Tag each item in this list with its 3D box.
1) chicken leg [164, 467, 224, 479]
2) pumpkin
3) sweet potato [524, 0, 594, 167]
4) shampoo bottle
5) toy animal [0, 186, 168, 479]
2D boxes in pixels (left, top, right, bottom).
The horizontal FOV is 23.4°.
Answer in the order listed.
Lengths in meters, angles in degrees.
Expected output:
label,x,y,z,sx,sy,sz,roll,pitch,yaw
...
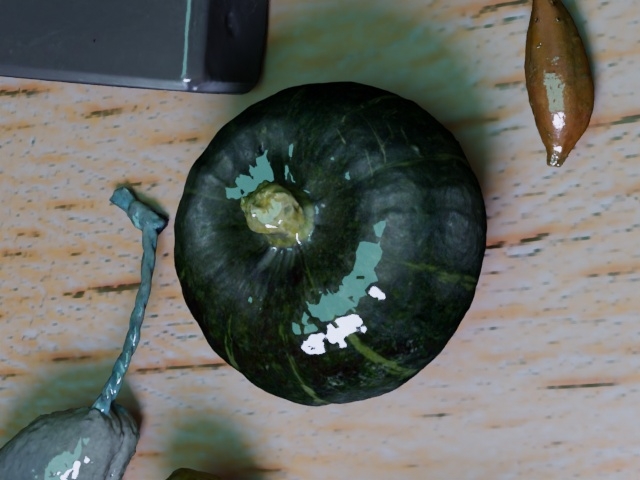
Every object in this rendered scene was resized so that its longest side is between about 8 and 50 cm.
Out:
label,x,y,z,sx,sy,sz,roll,pitch,yaw
chicken leg,-0.058,0.239,0.852,0.088,0.103,0.227,-7,95,10
pumpkin,0.002,0.001,0.790,0.167,0.125,0.167,8,105,33
sweet potato,0.119,-0.084,0.777,0.034,0.034,0.095,-5,93,26
shampoo bottle,-0.154,-0.130,0.877,0.246,0.080,0.079,7,96,24
toy animal,-0.141,0.100,0.900,0.079,0.070,0.253,26,102,5
